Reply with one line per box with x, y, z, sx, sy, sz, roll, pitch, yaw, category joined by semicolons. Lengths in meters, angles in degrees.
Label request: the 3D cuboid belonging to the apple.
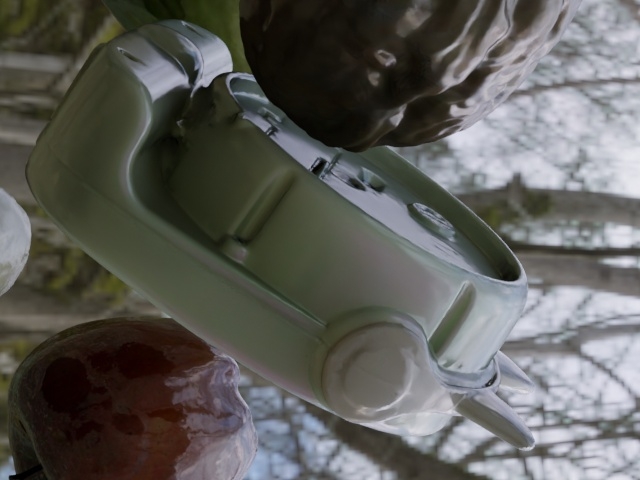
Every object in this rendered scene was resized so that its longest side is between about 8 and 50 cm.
-0.169;0.170;1.643;0.234;0.234;0.234;-2;-92;45;apple

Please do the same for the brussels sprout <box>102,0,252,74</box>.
-0.073;-0.231;1.562;0.219;0.210;0.271;-37;-94;44;brussels sprout

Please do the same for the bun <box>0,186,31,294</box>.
-0.374;-0.025;1.506;0.273;0.273;0.168;18;-99;43;bun

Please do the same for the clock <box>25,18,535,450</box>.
0.000;0.000;1.081;0.324;0.265;0.108;34;-78;-2;clock

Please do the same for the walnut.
0.044;-0.137;1.021;0.230;0.178;0.178;-53;-126;48;walnut
